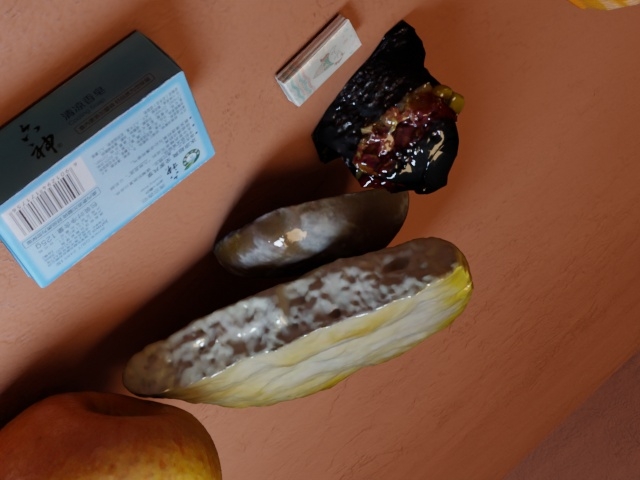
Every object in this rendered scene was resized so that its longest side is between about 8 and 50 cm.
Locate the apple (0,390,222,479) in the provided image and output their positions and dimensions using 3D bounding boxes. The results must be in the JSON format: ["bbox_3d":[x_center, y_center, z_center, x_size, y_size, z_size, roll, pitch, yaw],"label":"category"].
[{"bbox_3d":[-0.266,0.312,1.327,0.299,0.299,0.275,18,96,-59],"label":"apple"}]

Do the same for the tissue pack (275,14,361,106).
[{"bbox_3d":[-0.002,-0.209,1.305,0.108,0.023,0.056,-46,151,-4],"label":"tissue pack"}]

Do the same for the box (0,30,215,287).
[{"bbox_3d":[-0.227,-0.078,1.105,0.232,0.083,0.143,-41,150,-15],"label":"box"}]

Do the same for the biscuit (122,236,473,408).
[{"bbox_3d":[0.008,0.116,1.506,0.429,0.104,0.446,-26,164,10],"label":"biscuit"}]

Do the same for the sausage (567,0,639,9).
[{"bbox_3d":[0.295,-0.403,1.256,0.233,0.233,0.287,-56,151,15],"label":"sausage"}]

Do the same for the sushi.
[{"bbox_3d":[0.102,-0.137,1.402,0.172,0.150,0.153,-41,151,-11],"label":"sushi"}]

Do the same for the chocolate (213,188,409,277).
[{"bbox_3d":[-0.001,0.002,1.439,0.254,0.080,0.157,-12,169,-43],"label":"chocolate"}]
